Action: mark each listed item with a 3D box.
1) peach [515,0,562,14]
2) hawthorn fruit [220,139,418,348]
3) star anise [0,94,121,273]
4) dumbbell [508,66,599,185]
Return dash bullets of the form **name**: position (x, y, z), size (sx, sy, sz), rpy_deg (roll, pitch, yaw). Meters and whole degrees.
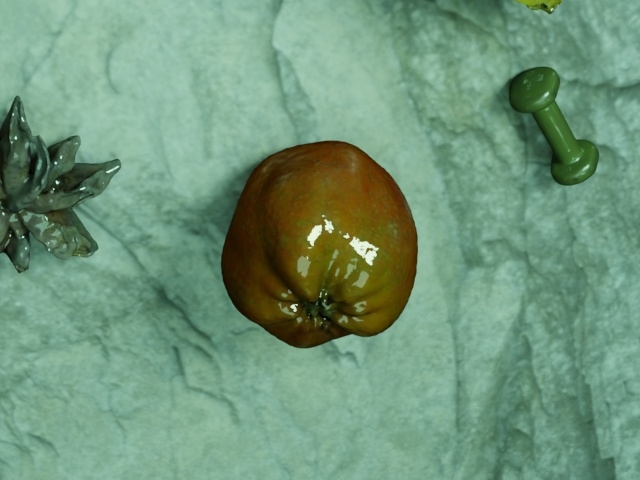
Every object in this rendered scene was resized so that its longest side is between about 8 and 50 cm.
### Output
- **peach**: position (0.142, -0.247, 1.137), size (0.172, 0.127, 0.092), rpy_deg (20, 118, -27)
- **hawthorn fruit**: position (0.000, 0.000, 1.275), size (0.189, 0.189, 0.189), rpy_deg (-4, 128, -6)
- **star anise**: position (-0.275, -0.032, 1.273), size (0.195, 0.065, 0.182), rpy_deg (32, 118, -33)
- **dumbbell**: position (0.213, -0.103, 1.306), size (0.046, 0.052, 0.118), rpy_deg (-12, 132, 30)
